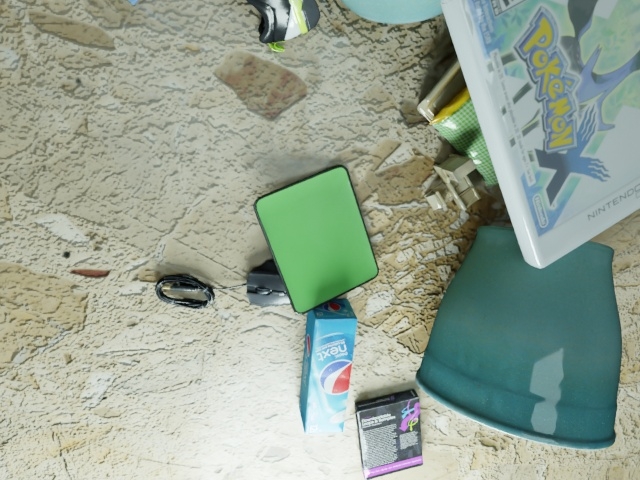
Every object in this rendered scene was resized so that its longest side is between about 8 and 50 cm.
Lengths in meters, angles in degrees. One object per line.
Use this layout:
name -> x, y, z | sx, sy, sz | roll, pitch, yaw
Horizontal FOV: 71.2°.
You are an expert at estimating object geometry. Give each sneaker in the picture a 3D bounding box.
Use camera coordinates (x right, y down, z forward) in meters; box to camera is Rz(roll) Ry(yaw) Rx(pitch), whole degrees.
sneaker -> -0.083, -0.319, 0.493 | 0.097, 0.084, 0.234 | -24, 132, 11

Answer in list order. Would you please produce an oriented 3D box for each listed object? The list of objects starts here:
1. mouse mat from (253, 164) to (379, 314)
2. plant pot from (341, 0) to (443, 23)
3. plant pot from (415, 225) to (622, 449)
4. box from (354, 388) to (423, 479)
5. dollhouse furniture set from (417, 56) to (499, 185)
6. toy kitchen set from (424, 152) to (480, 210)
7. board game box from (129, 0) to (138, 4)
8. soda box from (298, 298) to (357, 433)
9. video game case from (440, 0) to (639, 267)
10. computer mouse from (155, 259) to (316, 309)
mouse mat -> 0.000, 0.000, 0.658 | 0.153, 0.007, 0.189 | -24, 106, -17
plant pot -> 0.088, -0.353, 0.461 | 0.291, 0.290, 0.195 | -18, 145, -4
plant pot -> 0.299, 0.115, 0.656 | 0.272, 0.272, 0.255 | 10, 92, -14
box -> 0.126, 0.356, 0.817 | 0.116, 0.029, 0.162 | -10, 111, -8
dollhouse furniture set -> 0.304, -0.226, 0.586 | 0.198, 0.151, 0.301 | 36, 99, -20
toy kitchen set -> 0.198, -0.072, 0.659 | 0.068, 0.075, 0.083 | -36, 107, 4
board game box -> -0.184, -0.389, 0.498 | 0.201, 0.035, 0.136 | -38, 111, 3
soda box -> 0.009, 0.202, 0.718 | 0.067, 0.071, 0.209 | 1, 108, -11
video game case -> 0.317, -0.174, 0.496 | 0.300, 0.036, 0.328 | -30, 112, -5
computer mouse -> -0.120, 0.072, 0.665 | 0.242, 0.041, 0.071 | -4, 110, -9
